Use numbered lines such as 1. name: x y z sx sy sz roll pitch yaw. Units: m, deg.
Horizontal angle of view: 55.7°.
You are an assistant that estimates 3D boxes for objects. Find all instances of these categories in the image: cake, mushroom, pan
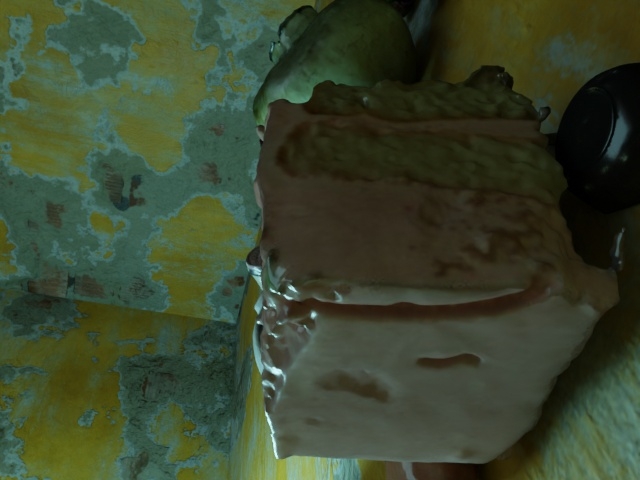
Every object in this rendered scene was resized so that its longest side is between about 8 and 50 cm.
1. cake: 0.073 0.031 0.613 0.306 0.294 0.314 -92 1 -45
2. mushroom: 0.022 -0.298 1.142 0.352 0.260 0.352 -44 -7 -7
3. pan: 0.242 -0.084 0.570 0.202 0.048 0.128 135 143 -71

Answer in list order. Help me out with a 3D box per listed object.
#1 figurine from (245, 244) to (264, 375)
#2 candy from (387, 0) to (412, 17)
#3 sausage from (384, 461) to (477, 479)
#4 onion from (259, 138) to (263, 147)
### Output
1. figurine: 0.003 0.151 1.053 0.361 0.254 0.210 -120 34 -67
2. candy: 0.056 -0.485 1.360 0.366 0.124 0.124 -24 52 45
3. sausage: 0.125 0.213 0.727 0.113 0.114 0.259 113 164 -46
4. onion: -0.006 -0.279 1.466 0.314 0.232 0.314 -42 -11 -11
